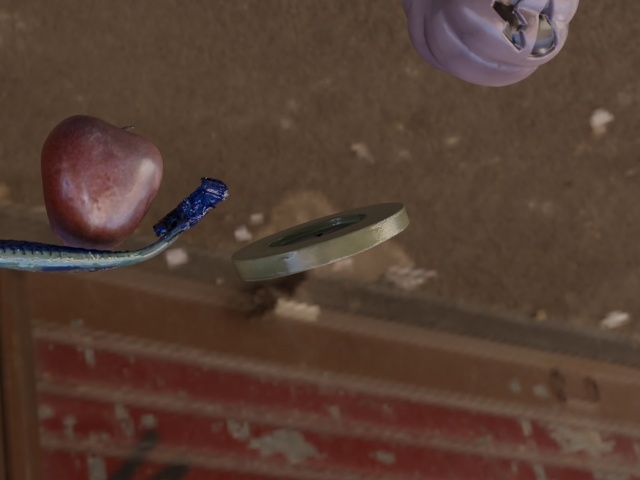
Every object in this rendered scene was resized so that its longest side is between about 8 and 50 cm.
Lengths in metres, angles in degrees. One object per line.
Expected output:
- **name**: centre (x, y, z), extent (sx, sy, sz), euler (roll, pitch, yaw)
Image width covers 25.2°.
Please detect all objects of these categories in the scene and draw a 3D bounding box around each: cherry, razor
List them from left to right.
- **razor**: centre (-0.221, 0.004, 1.176), extent (0.324, 0.056, 0.093), euler (-9, 161, -41)
- **cherry**: centre (-0.189, -0.052, 1.245), extent (0.106, 0.126, 0.087), euler (-4, 167, -19)

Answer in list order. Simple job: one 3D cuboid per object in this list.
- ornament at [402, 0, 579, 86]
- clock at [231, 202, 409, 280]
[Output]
- **ornament**: centre (0.176, -0.242, 1.439), extent (0.178, 0.177, 0.177), euler (-8, 148, -5)
- **clock**: centre (0.000, 0.000, 1.822), extent (0.235, 0.029, 0.235), euler (-17, -172, 2)
